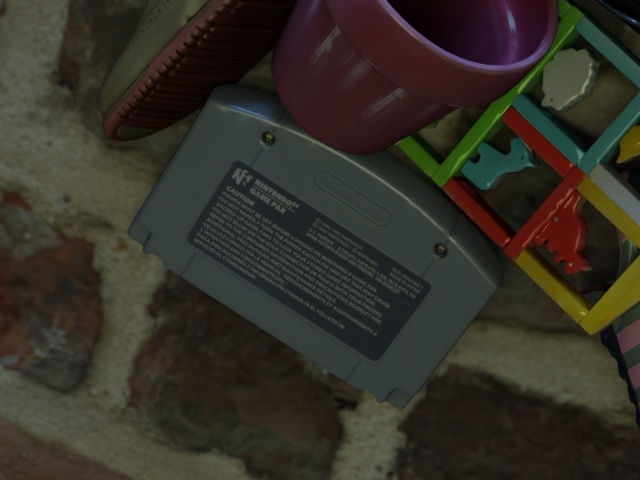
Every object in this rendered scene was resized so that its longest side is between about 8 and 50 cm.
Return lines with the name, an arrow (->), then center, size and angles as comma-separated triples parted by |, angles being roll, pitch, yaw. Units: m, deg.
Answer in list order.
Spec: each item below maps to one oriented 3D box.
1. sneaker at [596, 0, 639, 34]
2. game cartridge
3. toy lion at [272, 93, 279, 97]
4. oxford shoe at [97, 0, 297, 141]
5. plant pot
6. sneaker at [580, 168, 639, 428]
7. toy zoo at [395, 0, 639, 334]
sneaker -> 0.333, -0.173, 1.413 | 0.482, 0.202, 0.185 | 32, 110, -2
game cartridge -> 0.000, 0.000, 1.580 | 0.294, 0.060, 0.196 | 33, 124, -3
toy lion -> -0.005, -0.091, 1.582 | 0.100, 0.034, 0.096 | 45, 115, -7
oxford shoe -> -0.085, -0.232, 1.521 | 0.348, 0.123, 0.130 | -48, 71, 18
plant pot -> 0.059, -0.168, 1.460 | 0.201, 0.201, 0.180 | 40, 135, -5
sneaker -> 0.287, 0.089, 1.567 | 0.131, 0.112, 0.319 | 5, 103, 22
toy zoo -> 0.214, -0.060, 1.499 | 0.293, 0.030, 0.192 | 46, 110, 17
